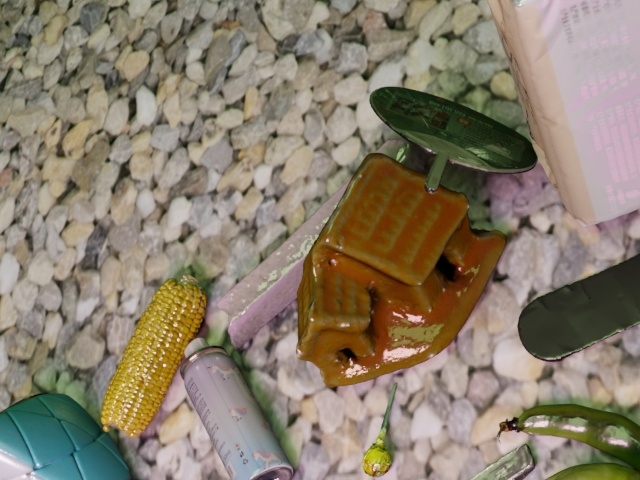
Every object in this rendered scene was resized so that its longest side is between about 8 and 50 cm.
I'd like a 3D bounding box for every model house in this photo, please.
[{"bbox_3d":[0.067,0.036,1.306,0.173,0.239,0.268,21,73,32],"label":"model house"}]

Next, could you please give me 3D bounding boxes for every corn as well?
[{"bbox_3d":[-0.221,0.152,1.482,0.080,0.080,0.238,12,70,31],"label":"corn"}]

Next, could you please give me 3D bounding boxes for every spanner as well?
[{"bbox_3d":[0.107,0.332,1.259,0.325,0.026,0.093,-35,53,3],"label":"spanner"}]

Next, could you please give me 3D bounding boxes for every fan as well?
[{"bbox_3d":[0.138,-0.136,1.363,0.223,0.294,0.012,38,122,28],"label":"fan"}]

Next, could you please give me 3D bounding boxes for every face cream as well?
[{"bbox_3d":[-0.115,0.217,1.397,0.075,0.075,0.229,-37,55,4],"label":"face cream"}]

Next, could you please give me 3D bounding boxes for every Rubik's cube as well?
[{"bbox_3d":[-0.332,0.297,1.375,0.254,0.254,0.255,-12,59,20],"label":"Rubik's cube"}]

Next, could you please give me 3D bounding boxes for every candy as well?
[{"bbox_3d":[0.077,0.227,1.331,0.035,0.035,0.123,5,57,17],"label":"candy"}]

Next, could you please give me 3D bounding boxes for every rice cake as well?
[{"bbox_3d":[0.000,0.000,1.466,0.365,0.072,0.056,-43,56,2],"label":"rice cake"}]

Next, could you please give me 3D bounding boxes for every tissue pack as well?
[{"bbox_3d":[0.366,-0.237,1.197,0.331,0.405,0.205,-23,52,8],"label":"tissue pack"}]

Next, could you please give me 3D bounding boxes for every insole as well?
[{"bbox_3d":[0.395,0.054,1.279,0.348,0.009,0.119,-23,55,13],"label":"insole"}]

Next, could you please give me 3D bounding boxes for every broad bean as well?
[{"bbox_3d":[0.307,0.220,1.213,0.226,0.039,0.069,10,62,31],"label":"broad bean"}]

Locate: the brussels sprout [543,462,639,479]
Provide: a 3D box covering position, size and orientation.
[{"bbox_3d":[0.279,0.317,1.122,0.145,0.131,0.183,-9,57,-4],"label":"brussels sprout"}]
